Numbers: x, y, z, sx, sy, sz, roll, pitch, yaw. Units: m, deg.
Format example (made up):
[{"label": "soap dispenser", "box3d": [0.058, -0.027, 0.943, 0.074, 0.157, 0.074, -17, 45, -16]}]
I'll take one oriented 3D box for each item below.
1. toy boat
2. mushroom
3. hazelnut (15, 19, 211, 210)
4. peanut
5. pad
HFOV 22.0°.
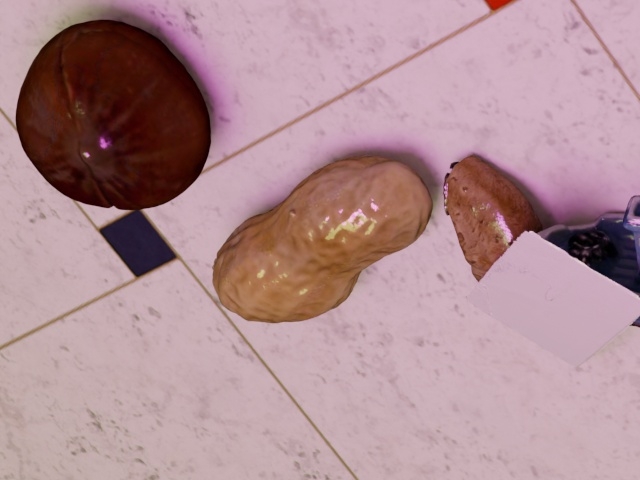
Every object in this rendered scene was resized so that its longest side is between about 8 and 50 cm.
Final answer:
[{"label": "toy boat", "box3d": [0.372, 0.019, 1.719, 0.309, 0.129, 0.142, 7, 140, 27]}, {"label": "mushroom", "box3d": [0.209, 0.006, 1.830, 0.094, 0.072, 0.210, 1, 126, 43]}, {"label": "hazelnut", "box3d": [-0.235, -0.133, 1.874, 0.229, 0.229, 0.229, 14, 129, 18]}, {"label": "peanut", "box3d": [0.000, 0.000, 1.902, 0.149, 0.149, 0.313, 45, 127, -8]}, {"label": "pad", "box3d": [0.253, 0.067, 1.782, 0.156, 0.004, 0.232, 32, 156, 1]}]
